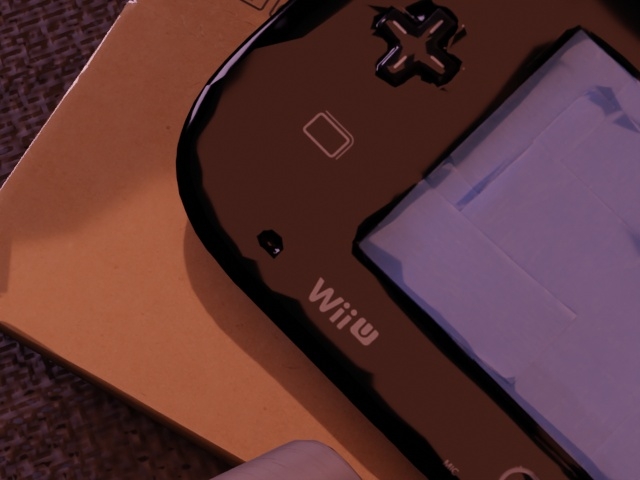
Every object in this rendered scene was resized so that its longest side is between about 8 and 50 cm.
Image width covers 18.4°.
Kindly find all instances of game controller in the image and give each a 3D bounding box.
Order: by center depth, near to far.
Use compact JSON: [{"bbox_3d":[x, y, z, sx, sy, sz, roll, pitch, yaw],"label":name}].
[{"bbox_3d":[0.107,0.031,0.603,0.166,0.067,0.319,-42,79,-17],"label":"game controller"}]

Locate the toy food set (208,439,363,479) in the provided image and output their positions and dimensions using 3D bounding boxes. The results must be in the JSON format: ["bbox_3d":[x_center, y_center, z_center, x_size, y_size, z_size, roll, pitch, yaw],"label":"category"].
[{"bbox_3d":[-0.030,0.209,0.432,0.219,0.092,0.306,-23,63,-20],"label":"toy food set"}]

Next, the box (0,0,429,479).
[{"bbox_3d":[0.000,0.000,0.656,0.201,0.021,0.164,29,71,8],"label":"box"}]
